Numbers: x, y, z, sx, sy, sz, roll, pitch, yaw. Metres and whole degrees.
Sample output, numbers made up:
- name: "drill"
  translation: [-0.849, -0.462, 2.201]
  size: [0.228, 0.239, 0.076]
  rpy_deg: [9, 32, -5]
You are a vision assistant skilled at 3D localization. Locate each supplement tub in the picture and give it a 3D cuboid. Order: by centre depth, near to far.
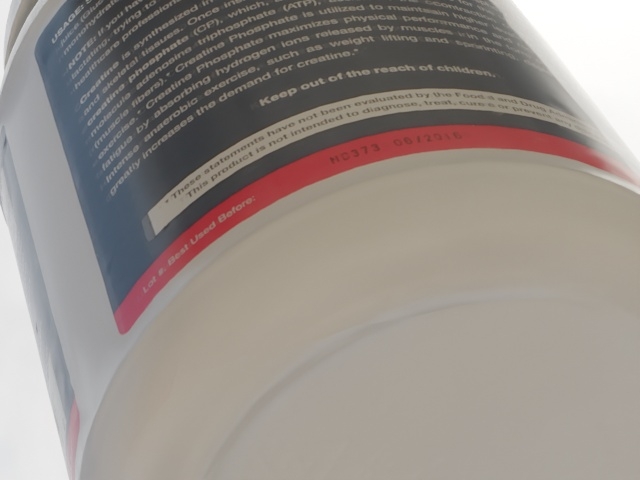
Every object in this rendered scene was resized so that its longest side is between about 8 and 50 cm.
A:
- name: "supplement tub"
  translation: [0.000, 0.000, 0.623]
  size: [0.191, 0.191, 0.272]
  rpy_deg: [1, -148, -18]
